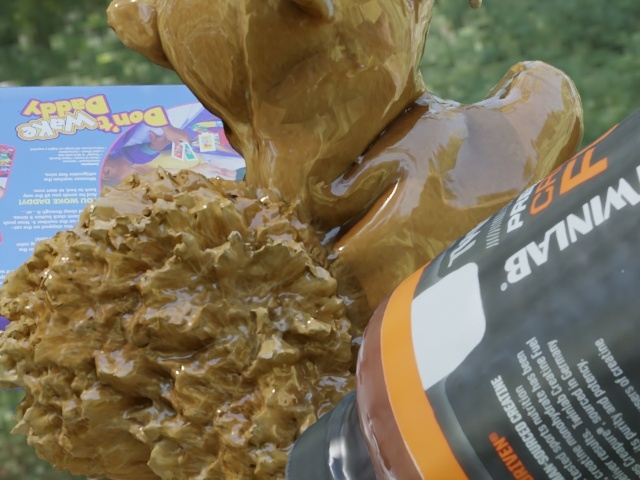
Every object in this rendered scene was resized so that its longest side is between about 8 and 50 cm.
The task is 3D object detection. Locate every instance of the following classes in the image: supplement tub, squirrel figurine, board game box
[{"bbox_3d":[0.081,0.029,0.469,0.198,0.106,0.106,-37,-13,30],"label":"supplement tub"},{"bbox_3d":[0.000,0.000,1.115,0.397,0.370,0.281,-39,20,-31],"label":"squirrel figurine"},{"bbox_3d":[-0.140,-0.008,1.369,0.347,0.233,0.078,-1,-44,-9],"label":"board game box"}]
